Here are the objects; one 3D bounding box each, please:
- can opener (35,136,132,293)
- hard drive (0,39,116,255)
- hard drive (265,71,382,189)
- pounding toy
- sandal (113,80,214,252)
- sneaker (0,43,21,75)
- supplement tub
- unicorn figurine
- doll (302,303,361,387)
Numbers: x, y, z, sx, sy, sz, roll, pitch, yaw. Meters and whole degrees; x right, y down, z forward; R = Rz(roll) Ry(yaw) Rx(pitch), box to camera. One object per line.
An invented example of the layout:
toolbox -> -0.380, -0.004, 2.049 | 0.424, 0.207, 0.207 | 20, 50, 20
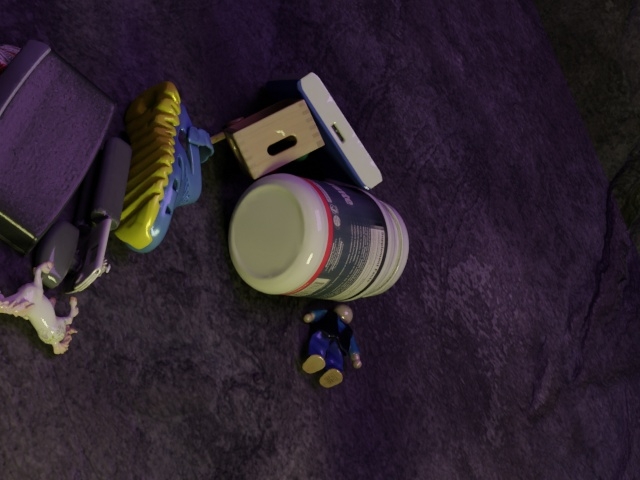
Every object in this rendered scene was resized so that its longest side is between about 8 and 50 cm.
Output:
can opener -> -0.321, -0.041, 1.898 | 0.093, 0.074, 0.280 | 40, 36, -28
hard drive -> -0.380, -0.127, 1.812 | 0.172, 0.054, 0.255 | 41, 61, -29
hard drive -> 0.000, -0.190, 2.329 | 0.210, 0.040, 0.318 | 56, -6, -11
pounding toy -> -0.107, -0.155, 2.235 | 0.094, 0.181, 0.206 | 65, -7, -12
sandal -> -0.227, -0.099, 2.040 | 0.138, 0.126, 0.317 | 44, 36, -32
sneaker -> -0.449, -0.227, 1.877 | 0.225, 0.088, 0.093 | 22, 27, -46
supplement tub -> 0.000, 0.000, 2.211 | 0.272, 0.191, 0.191 | 9, 58, -52
unicorn figurine -> -0.367, 0.082, 1.744 | 0.162, 0.060, 0.111 | 46, 34, -22
doll -> 0.022, 0.168, 2.246 | 0.129, 0.046, 0.189 | 41, 29, -13
